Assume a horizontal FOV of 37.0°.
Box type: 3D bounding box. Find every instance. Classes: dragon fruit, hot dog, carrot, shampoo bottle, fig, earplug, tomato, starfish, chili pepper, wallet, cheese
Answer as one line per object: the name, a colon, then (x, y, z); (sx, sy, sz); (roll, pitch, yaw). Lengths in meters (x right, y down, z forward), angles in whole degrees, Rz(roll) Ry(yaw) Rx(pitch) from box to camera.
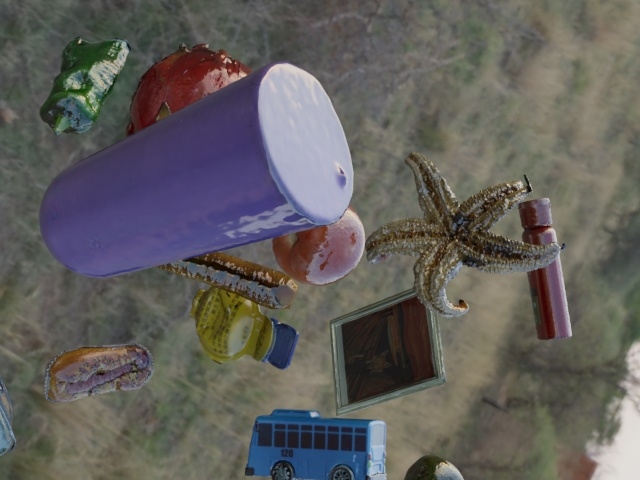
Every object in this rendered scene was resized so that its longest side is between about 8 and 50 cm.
dragon fruit: (-0.248, -0.243, 1.974); (0.295, 0.295, 0.302); (42, 66, -72)
hot dog: (-0.379, 0.225, 1.639); (0.191, 0.059, 0.108); (-8, 124, -28)
carrot: (-0.191, 0.046, 1.599); (0.066, 0.314, 0.066); (-162, -90, -88)
shampoo bottle: (0.497, 0.066, 2.129); (0.118, 0.076, 0.314); (9, 72, -80)
fig: (0.249, 0.510, 1.901); (0.117, 0.177, 0.117); (-45, 177, -3)
earplug: (-0.196, -0.070, 1.298); (0.215, 0.455, 0.215); (34, 48, -48)
tomato: (0.000, 0.000, 2.151); (0.184, 0.208, 0.208); (6, 112, -43)
starfish: (0.231, -0.022, 1.598); (0.303, 0.312, 0.113); (-36, 148, -5)
chili pepper: (-0.473, -0.299, 1.880); (0.270, 0.136, 0.099); (-79, 178, -46)
wallet: (-0.625, 0.311, 1.819); (0.059, 0.202, 0.141); (-23, 106, -12)
cheese: (-0.139, 0.154, 1.690); (0.064, 0.250, 0.157); (12, 99, -52)

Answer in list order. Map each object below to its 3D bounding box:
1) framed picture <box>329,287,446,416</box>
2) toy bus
framed picture: (0.125, 0.217, 1.914); (0.016, 0.273, 0.216); (25, 51, -44)
toy bus: (-0.006, 0.290, 1.328); (0.090, 0.184, 0.106); (25, 66, -69)
